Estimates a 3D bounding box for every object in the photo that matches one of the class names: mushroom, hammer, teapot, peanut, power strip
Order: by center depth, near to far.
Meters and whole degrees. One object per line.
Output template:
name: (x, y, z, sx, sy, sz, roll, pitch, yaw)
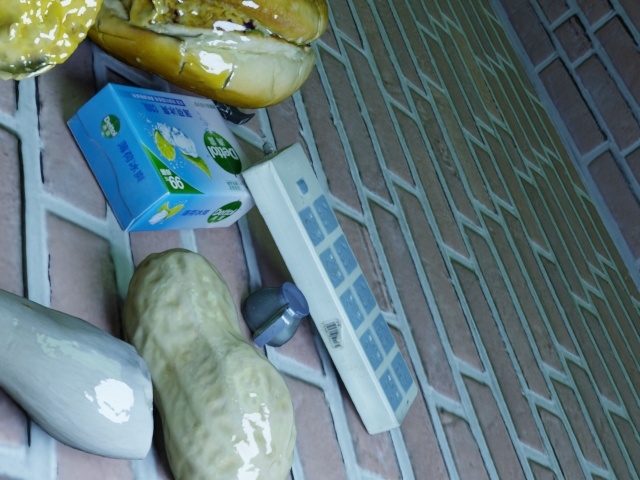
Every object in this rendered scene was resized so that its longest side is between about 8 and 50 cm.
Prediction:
mushroom: (-0.214, 0.093, 0.817, 0.225, 0.093, 0.116, 27, 15, -29)
peanut: (-0.097, 0.116, 0.943, 0.123, 0.123, 0.257, 13, 47, -55)
teapot: (-0.047, 0.080, 1.160, 0.066, 0.057, 0.088, 47, 24, -12)
power strip: (0.013, 0.047, 1.227, 0.367, 0.043, 0.106, 64, 24, -9)
hammer: (-0.135, -0.234, 1.479, 0.078, 0.021, 0.201, 29, 34, -43)

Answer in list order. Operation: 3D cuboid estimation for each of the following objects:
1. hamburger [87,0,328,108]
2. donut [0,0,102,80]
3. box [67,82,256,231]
hamburger: (-0.140, -0.266, 1.258, 0.289, 0.170, 0.314, 26, 15, 8)
donut: (-0.374, -0.262, 0.793, 0.377, 0.163, 0.435, 33, 18, 33)
box: (-0.161, -0.087, 1.164, 0.139, 0.073, 0.194, 59, 24, 13)
